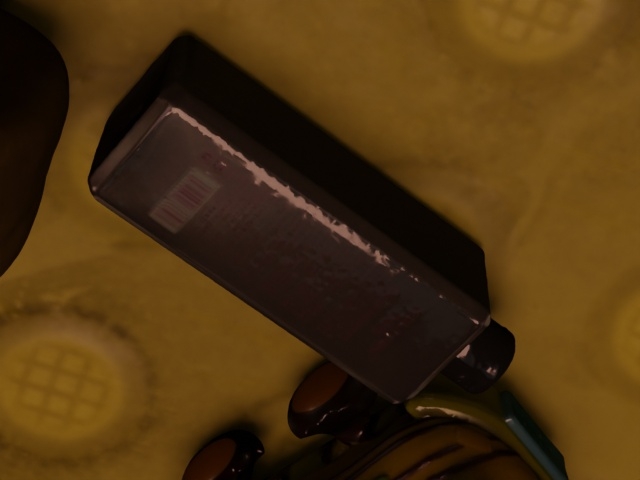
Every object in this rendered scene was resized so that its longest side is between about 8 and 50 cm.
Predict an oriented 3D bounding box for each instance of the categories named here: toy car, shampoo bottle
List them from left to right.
[{"bbox_3d":[0.000,0.000,0.908,0.246,0.079,0.080,36,116,-17],"label":"shampoo bottle"},{"bbox_3d":[0.026,0.191,0.981,0.248,0.142,0.200,-37,112,18],"label":"toy car"}]

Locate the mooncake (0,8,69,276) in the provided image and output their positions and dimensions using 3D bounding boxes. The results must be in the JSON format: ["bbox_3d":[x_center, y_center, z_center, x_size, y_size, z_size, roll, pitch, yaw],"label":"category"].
[{"bbox_3d":[-0.231,-0.051,0.813,0.235,0.235,0.117,15,116,-7],"label":"mooncake"}]
